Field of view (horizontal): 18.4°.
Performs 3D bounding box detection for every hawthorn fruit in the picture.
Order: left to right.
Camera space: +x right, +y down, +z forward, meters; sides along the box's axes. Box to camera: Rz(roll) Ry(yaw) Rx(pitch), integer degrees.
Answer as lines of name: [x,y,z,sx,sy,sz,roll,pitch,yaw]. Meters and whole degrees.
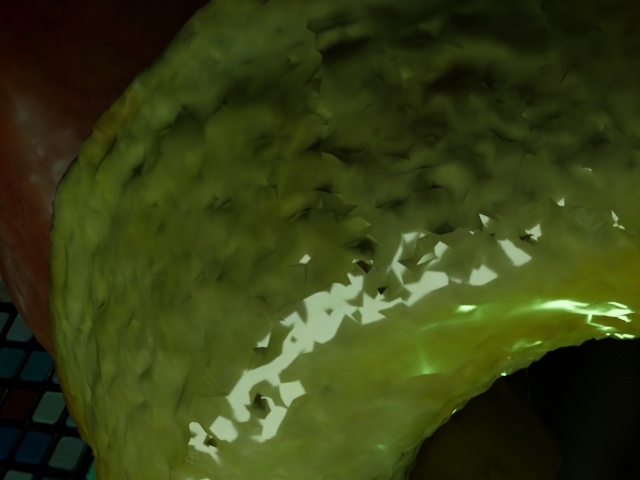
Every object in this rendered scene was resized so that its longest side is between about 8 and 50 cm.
hawthorn fruit: [-0.052,-0.062,0.966,0.311,0.295,0.295,43,155,12]

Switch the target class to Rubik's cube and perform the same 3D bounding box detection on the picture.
Rubik's cube: [-0.196,0.177,1.594,0.187,0.182,0.184,3,147,36]

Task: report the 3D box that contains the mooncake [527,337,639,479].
mooncake: [0.107,0.198,1.148,0.246,0.394,0.393,8,118,24]

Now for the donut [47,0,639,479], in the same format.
donut: [0.082,0.048,0.767,0.435,0.163,0.377,-34,136,23]
